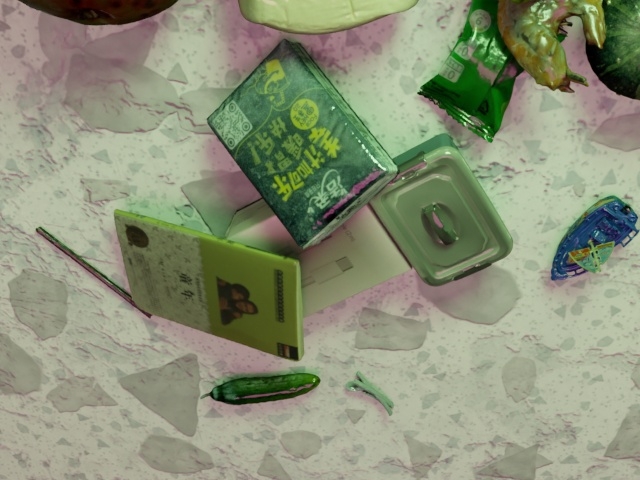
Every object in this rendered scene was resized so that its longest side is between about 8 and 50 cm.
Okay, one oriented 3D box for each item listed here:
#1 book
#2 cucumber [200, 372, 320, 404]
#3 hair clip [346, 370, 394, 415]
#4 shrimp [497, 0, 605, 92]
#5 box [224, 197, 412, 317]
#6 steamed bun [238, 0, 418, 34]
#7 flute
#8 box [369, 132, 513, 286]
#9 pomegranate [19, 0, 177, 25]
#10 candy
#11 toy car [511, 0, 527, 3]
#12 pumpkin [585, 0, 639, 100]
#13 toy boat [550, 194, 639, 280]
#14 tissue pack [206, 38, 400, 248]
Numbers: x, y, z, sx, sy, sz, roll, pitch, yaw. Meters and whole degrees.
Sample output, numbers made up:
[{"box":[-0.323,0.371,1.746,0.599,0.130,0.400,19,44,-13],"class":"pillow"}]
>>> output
[{"box":[-0.195,0.077,1.304,0.352,0.035,0.239,16,134,18],"class":"book"},{"box":[-0.120,0.299,1.505,0.250,0.056,0.056,-7,122,9],"class":"cucumber"},{"box":[0.101,0.309,1.503,0.115,0.030,0.039,41,137,-16],"class":"hair clip"},{"box":[0.314,-0.283,1.004,0.132,0.052,0.187,-31,78,29],"class":"shrimp"},{"box":[0.000,0.000,1.272,0.252,0.106,0.203,-26,115,19],"class":"box"},{"box":[0.009,-0.384,0.991,0.250,0.154,0.200,-6,125,2],"class":"steamed bun"},{"box":[-0.421,0.062,1.407,0.014,0.014,0.269,-38,112,26],"class":"flute"},{"box":[0.191,-0.050,1.201,0.162,0.130,0.227,-27,115,22],"class":"box"},{"box":[-0.302,-0.432,0.958,0.291,0.291,0.323,-25,75,20],"class":"pomegranate"},{"box":[0.249,-0.257,1.095,0.141,0.078,0.203,24,117,-10],"class":"candy"},{"box":[0.247,-0.433,0.915,0.145,0.235,0.235,-30,118,-7],"class":"toy car"},{"box":[0.457,-0.277,1.013,0.190,0.146,0.190,12,109,38],"class":"pumpkin"},{"box":[0.441,0.016,1.228,0.091,0.110,0.175,32,122,-14],"class":"toy boat"},{"box":[-0.031,-0.143,1.126,0.185,0.081,0.257,-41,80,23],"class":"tissue pack"}]
